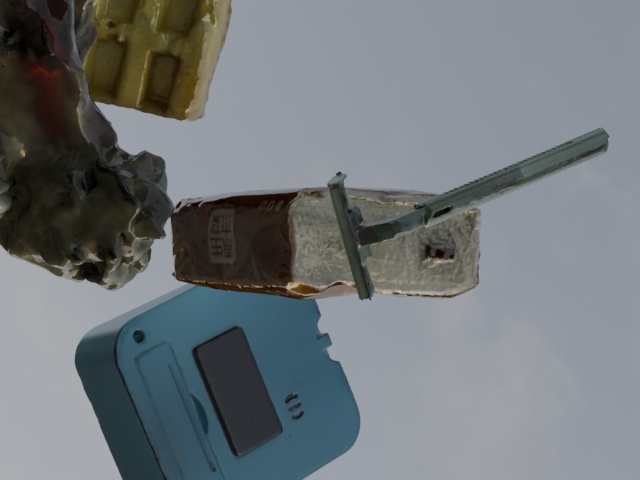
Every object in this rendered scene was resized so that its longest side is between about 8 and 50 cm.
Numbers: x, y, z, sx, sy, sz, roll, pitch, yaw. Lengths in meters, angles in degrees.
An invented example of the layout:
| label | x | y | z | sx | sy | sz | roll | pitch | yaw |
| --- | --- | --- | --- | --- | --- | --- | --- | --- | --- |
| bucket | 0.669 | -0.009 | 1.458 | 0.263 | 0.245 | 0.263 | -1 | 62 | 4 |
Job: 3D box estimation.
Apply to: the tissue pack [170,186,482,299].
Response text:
| label | x | y | z | sx | sy | sz | roll | pitch | yaw |
| --- | --- | --- | --- | --- | --- | --- | --- | --- | --- |
| tissue pack | 0.000 | 0.000 | 1.352 | 0.226 | 0.183 | 0.092 | 5 | -85 | 61 |

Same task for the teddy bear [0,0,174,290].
| label | x | y | z | sx | sy | sz | roll | pitch | yaw |
| --- | --- | --- | --- | --- | --- | --- | --- | --- | --- |
| teddy bear | -0.204 | -0.176 | 0.910 | 0.367 | 0.224 | 0.357 | 93 | -6 | -71 |

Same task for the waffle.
| label | x | y | z | sx | sy | sz | roll | pitch | yaw |
| --- | --- | --- | --- | --- | --- | --- | --- | --- | --- |
| waffle | -0.224 | -0.218 | 1.559 | 0.057 | 0.274 | 0.168 | -94 | -161 | -71 |

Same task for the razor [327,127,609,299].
| label | x | y | z | sx | sy | sz | roll | pitch | yaw |
| --- | --- | --- | --- | --- | --- | --- | --- | --- | --- |
| razor | 0.108 | -0.034 | 1.112 | 0.036 | 0.211 | 0.084 | 21 | -51 | 67 |

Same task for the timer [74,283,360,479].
| label | x | y | z | sx | sy | sz | roll | pitch | yaw |
| --- | --- | --- | --- | --- | --- | --- | --- | --- | --- |
| timer | -0.097 | 0.152 | 1.670 | 0.091 | 0.250 | 0.232 | -12 | -79 | 56 |
